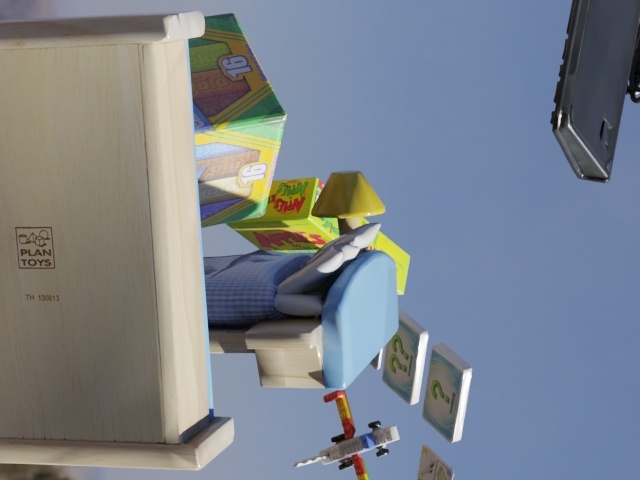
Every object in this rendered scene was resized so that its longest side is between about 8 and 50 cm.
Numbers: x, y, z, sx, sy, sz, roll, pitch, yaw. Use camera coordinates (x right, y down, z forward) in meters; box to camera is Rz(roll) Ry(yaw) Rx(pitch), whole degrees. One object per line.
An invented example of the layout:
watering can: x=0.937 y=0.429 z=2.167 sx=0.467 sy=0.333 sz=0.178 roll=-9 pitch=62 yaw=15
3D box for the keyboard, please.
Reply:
keyboard: x=0.223 y=-0.197 z=1.219 sx=0.201 sy=0.033 sz=0.317 roll=38 pitch=62 yaw=-59

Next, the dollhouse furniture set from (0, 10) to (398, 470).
dollhouse furniture set: x=-0.126 y=-0.020 z=0.871 sx=0.303 sy=0.286 sz=0.198 roll=-30 pitch=119 yaw=-71

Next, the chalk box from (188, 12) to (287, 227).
chalk box: x=-0.156 y=-0.087 z=1.355 sx=0.132 sy=0.213 sz=0.132 roll=107 pitch=-36 yaw=-49

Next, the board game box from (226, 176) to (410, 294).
board game box: x=0.000 y=0.000 z=1.552 sx=0.181 sy=0.092 sz=0.043 roll=38 pitch=57 yaw=-50

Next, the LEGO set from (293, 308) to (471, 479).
LEGO set: x=0.054 y=0.182 z=1.523 sx=0.182 sy=0.060 sz=0.244 roll=40 pitch=-48 yaw=48
